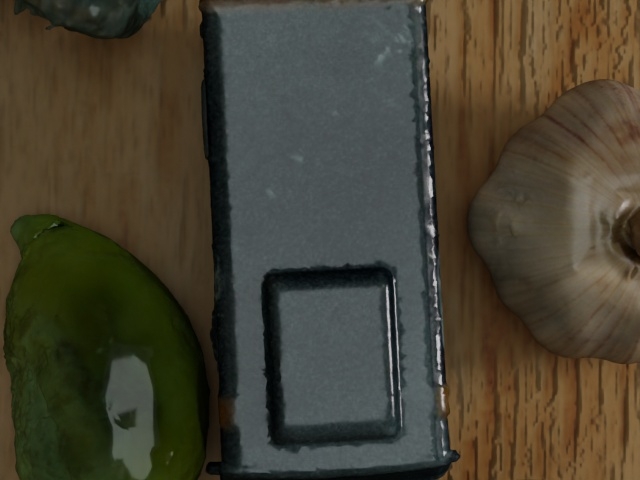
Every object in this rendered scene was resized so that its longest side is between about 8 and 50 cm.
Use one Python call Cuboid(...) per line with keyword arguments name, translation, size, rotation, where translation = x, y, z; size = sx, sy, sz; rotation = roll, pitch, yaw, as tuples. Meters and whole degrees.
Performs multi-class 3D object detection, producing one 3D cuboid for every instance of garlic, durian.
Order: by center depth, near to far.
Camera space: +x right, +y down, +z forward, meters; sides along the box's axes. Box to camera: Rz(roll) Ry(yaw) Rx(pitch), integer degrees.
Cuboid(name="garlic", translation=(0.200, -0.010, 1.090), size=(0.199, 0.226, 0.199), rotation=(0, 92, -1))
Cuboid(name="durian", translation=(-0.145, 0.100, 1.130), size=(0.139, 0.101, 0.250), rotation=(-5, 82, -1))

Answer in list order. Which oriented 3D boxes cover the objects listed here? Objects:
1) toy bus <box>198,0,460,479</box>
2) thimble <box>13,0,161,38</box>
Cuboid(name="toy bus", translation=(0.000, 0.000, 1.096), size=(0.162, 0.194, 0.323), rotation=(-3, 87, -3))
Cuboid(name="thimble", translation=(-0.143, -0.248, 1.102), size=(0.143, 0.198, 0.235), rotation=(26, 80, 1))
